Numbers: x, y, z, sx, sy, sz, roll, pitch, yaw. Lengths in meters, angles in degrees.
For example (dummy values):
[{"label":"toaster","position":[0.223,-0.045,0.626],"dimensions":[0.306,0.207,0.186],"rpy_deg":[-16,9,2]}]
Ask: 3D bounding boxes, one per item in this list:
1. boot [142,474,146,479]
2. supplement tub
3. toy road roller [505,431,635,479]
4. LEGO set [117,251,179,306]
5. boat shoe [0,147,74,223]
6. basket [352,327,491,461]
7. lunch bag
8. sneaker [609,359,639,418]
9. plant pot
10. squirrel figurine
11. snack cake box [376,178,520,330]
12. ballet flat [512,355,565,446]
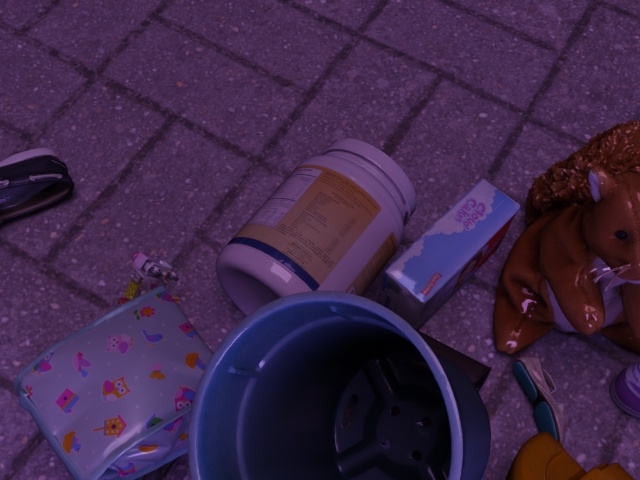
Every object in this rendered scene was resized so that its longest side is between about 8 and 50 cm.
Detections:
[{"label":"boot","position":[-0.267,0.321,1.271],"dimensions":[0.152,0.073,0.197],"rpy_deg":[-25,67,-21]},{"label":"supplement tub","position":[0.000,0.000,1.377],"dimensions":[0.228,0.228,0.316],"rpy_deg":[33,63,15]},{"label":"toy road roller","position":[0.325,0.437,1.173],"dimensions":[0.329,0.203,0.240],"rpy_deg":[-26,53,-23]},{"label":"LEGO set","position":[-0.349,0.141,1.351],"dimensions":[0.107,0.132,0.287],"rpy_deg":[38,88,35]},{"label":"boat shoe","position":[-0.591,-0.073,1.442],"dimensions":[0.302,0.114,0.091],"rpy_deg":[-29,62,-22]},{"label":"basket","position":[0.128,0.214,1.312],"dimensions":[0.226,0.154,0.204],"rpy_deg":[35,51,20]},{"label":"lunch bag","position":[-0.288,0.229,1.201],"dimensions":[0.262,0.160,0.223],"rpy_deg":[-28,62,-31]},{"label":"sneaker","position":[0.630,0.261,1.307],"dimensions":[0.281,0.161,0.102],"rpy_deg":[15,59,4]},{"label":"plant pot","position":[0.063,0.254,1.059],"dimensions":[0.340,0.334,0.342],"rpy_deg":[-5,78,25]},{"label":"squirrel figurine","position":[0.462,-0.031,1.340],"dimensions":[0.280,0.370,0.397],"rpy_deg":[6,60,0]},{"label":"snack cake box","position":[0.219,0.031,1.416],"dimensions":[0.089,0.152,0.264],"rpy_deg":[40,66,18]},{"label":"ballet flat","position":[0.377,0.265,1.350],"dimensions":[0.052,0.057,0.168],"rpy_deg":[-9,61,-19]}]
